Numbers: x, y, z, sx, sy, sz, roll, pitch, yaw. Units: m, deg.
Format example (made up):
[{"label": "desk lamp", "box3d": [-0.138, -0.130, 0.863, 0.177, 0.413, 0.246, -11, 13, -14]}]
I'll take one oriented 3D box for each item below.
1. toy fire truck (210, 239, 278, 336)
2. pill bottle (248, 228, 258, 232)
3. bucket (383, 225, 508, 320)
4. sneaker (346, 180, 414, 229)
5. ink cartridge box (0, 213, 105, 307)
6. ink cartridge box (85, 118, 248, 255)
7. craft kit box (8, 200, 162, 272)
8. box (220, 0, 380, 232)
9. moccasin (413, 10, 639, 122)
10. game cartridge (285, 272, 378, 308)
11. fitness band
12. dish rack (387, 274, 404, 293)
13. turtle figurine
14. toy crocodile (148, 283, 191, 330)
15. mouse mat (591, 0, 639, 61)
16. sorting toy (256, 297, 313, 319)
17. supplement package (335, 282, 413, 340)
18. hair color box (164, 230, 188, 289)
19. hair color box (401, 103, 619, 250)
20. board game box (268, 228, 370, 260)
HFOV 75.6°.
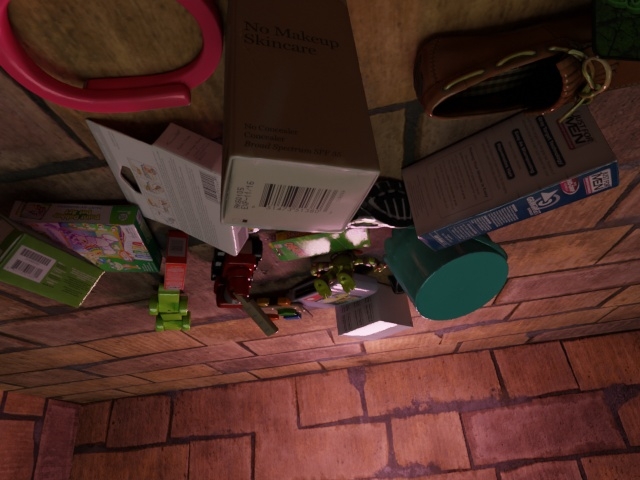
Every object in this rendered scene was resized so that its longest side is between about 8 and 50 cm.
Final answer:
[{"label": "toy fire truck", "box3d": [-0.207, 0.141, 1.102, 0.159, 0.246, 0.217, 4, 150, -19]}, {"label": "pill bottle", "box3d": [-0.163, -0.070, 0.910, 0.065, 0.065, 0.116, -6, 152, -2]}, {"label": "bucket", "box3d": [0.316, 0.057, 1.041, 0.281, 0.183, 0.281, -10, 133, -11]}, {"label": "sneaker", "box3d": [0.088, -0.074, 0.940, 0.300, 0.110, 0.121, 1, 174, -21]}, {"label": "ink cartridge box", "box3d": [-0.617, 0.023, 0.864, 0.255, 0.097, 0.189, 23, 165, 31]}, {"label": "ink cartridge box", "box3d": [-0.275, -0.105, 0.807, 0.261, 0.066, 0.296, 24, 151, 5]}, {"label": "craft kit box", "box3d": [-0.524, 0.000, 0.960, 0.247, 0.060, 0.249, 4, 151, -5]}, {"label": "box", "box3d": [-0.039, -0.173, 0.481, 0.148, 0.310, 0.121, 2, 151, -17]}, {"label": "moccasin", "box3d": [0.334, -0.243, 0.605, 0.381, 0.146, 0.139, -4, 152, -5]}, {"label": "game cartridge", "box3d": [0.042, 0.172, 1.391, 0.196, 0.060, 0.294, 10, 155, -36]}, {"label": "fitness band", "box3d": [-0.275, -0.266, 0.540, 0.291, 0.054, 0.209, -6, 149, -2]}, {"label": "dish rack", "box3d": [0.330, 0.101, 1.318, 0.209, 0.074, 0.271, -9, 155, 2]}, {"label": "turtle figurine", "box3d": [0.078, 0.074, 1.149, 0.270, 0.087, 0.217, -2, -161, 18]}, {"label": "toy crocodile", "box3d": [-0.493, 0.222, 1.366, 0.115, 0.105, 0.340, 1, 147, -13]}, {"label": "mouse mat", "box3d": [0.429, -0.303, 0.527, 0.190, 0.152, 0.007, -1, -179, -12]}, {"label": "sorting toy", "box3d": [-0.161, 0.250, 1.459, 0.229, 0.041, 0.307, -1, 161, 8]}, {"label": "supplement package", "box3d": [0.194, 0.269, 1.531, 0.194, 0.149, 0.203, 19, 143, -39]}, {"label": "hair color box", "box3d": [-0.374, 0.055, 1.070, 0.054, 0.093, 0.167, 5, 150, -21]}, {"label": "hair color box", "box3d": [0.349, -0.123, 0.805, 0.347, 0.173, 0.105, -23, 148, 29]}, {"label": "board game box", "box3d": [0.000, 0.000, 1.109, 0.260, 0.039, 0.124, -13, 152, 6]}]
